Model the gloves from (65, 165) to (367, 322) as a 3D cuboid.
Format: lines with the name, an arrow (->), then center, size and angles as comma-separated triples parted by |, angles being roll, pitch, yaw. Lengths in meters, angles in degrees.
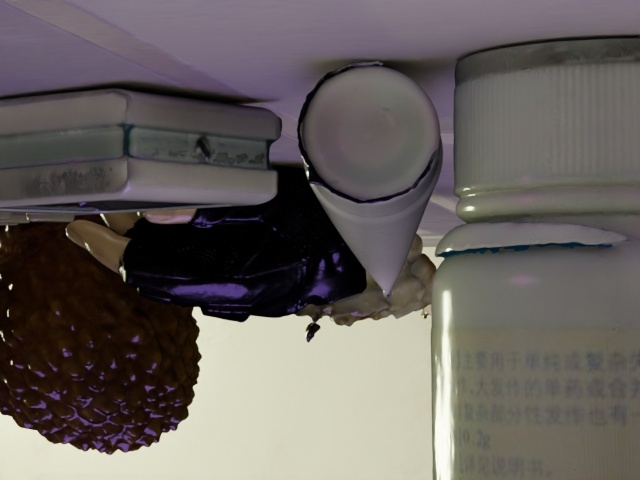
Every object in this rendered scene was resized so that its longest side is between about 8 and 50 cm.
gloves -> -0.074, -0.001, 1.184 | 0.203, 0.124, 0.164 | -8, 160, -5

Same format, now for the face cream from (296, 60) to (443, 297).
face cream -> 0.025, -0.030, 0.768 | 0.058, 0.092, 0.243 | -5, 173, 2

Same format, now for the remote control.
remote control -> -0.158, -0.035, 0.835 | 0.277, 0.055, 0.103 | -2, 178, 38

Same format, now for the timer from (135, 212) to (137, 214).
timer -> -0.175, -0.017, 1.457 | 0.128, 0.047, 0.140 | 0, 179, 27

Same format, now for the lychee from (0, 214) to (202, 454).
lychee -> -0.194, 0.060, 1.311 | 0.200, 0.238, 0.200 | -36, -175, 4

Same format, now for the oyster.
oyster -> 0.003, -0.001, 1.410 | 0.201, 0.107, 0.354 | 33, -163, 19

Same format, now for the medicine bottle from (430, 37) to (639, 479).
medicine bottle -> 0.113, 0.057, 0.650 | 0.143, 0.258, 0.143 | 0, 179, 0
